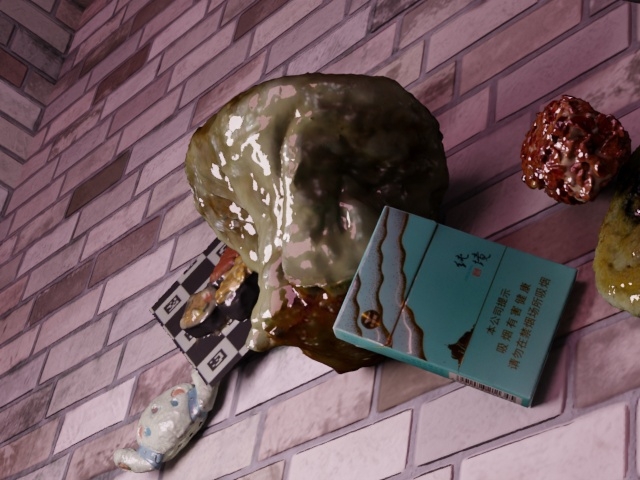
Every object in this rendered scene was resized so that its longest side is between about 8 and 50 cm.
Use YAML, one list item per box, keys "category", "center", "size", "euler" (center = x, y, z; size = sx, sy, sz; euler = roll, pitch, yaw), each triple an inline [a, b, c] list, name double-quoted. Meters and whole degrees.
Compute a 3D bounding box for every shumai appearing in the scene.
- category: "shumai"
  center: [0.000, 0.000, 1.627]
  size: [0.397, 0.324, 0.323]
  euler: [133, 140, -54]

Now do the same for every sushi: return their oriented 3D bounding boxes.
- category: "sushi"
  center: [-0.125, 0.023, 1.979]
  size: [0.343, 0.064, 0.359]
  euler: [-47, 27, -3]

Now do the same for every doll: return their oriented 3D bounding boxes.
- category: "doll"
  center: [-0.221, 0.271, 1.910]
  size: [0.214, 0.071, 0.103]
  euler: [-44, 39, 1]

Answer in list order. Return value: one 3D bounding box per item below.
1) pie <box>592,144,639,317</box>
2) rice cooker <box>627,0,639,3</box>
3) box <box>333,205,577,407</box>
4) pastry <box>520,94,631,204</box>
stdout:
- category: "pie"
  center: [0.396, -0.054, 1.293]
  size: [0.323, 0.070, 0.323]
  euler: [-40, 30, 29]
- category: "rice cooker"
  center: [0.403, -0.408, 1.437]
  size: [0.264, 0.316, 0.317]
  euler: [17, 73, 38]
- category: "box"
  center: [0.148, 0.070, 1.417]
  size: [0.041, 0.229, 0.162]
  euler: [76, -144, -66]
- category: "pastry"
  center: [0.284, -0.100, 1.449]
  size: [0.115, 0.097, 0.208]
  euler: [-61, 2, -1]
